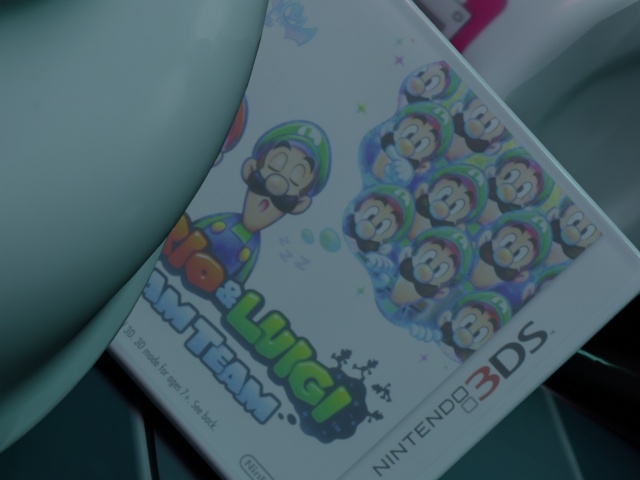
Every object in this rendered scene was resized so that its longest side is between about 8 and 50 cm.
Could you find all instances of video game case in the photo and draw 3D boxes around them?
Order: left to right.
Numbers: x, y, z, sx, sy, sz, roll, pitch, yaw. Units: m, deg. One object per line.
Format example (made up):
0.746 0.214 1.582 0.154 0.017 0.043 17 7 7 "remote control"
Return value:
0.000 0.000 0.549 0.157 0.143 0.019 48 -7 2 "video game case"

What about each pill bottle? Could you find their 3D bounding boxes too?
0.028 -0.117 0.706 0.160 0.160 0.283 16 27 -49 "pill bottle"

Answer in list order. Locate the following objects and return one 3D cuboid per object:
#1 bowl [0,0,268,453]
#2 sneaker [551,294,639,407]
-0.113 -0.093 0.348 0.298 0.134 0.298 15 66 -35 "bowl"
0.113 -0.099 0.843 0.447 0.169 0.257 53 22 7 "sneaker"
